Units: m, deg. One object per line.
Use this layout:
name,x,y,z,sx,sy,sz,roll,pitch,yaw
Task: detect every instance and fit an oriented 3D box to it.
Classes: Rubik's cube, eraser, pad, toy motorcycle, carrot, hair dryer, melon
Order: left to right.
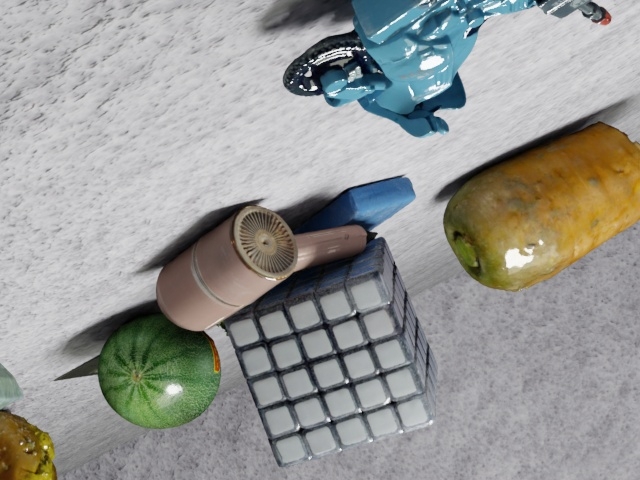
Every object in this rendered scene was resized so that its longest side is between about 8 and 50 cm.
pad,-0.370,0.212,1.979,0.127,0.004,0.190,-29,169,14
melon,-0.245,0.203,1.750,0.182,0.182,0.287,-27,168,-1
hair dryer,-0.043,0.026,1.525,0.344,0.106,0.189,-10,161,-47
eraser,0.000,0.000,1.732,0.144,0.042,0.312,-15,165,-47
Rubik's cube,0.025,0.156,1.625,0.237,0.238,0.237,-21,-172,11
toy motorcycle,0.110,-0.179,0.905,0.272,0.123,0.182,-31,159,27
carrot,0.392,-0.058,1.966,0.341,0.224,0.224,-30,171,-11

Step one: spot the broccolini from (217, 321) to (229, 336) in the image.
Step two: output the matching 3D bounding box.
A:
broccolini,-0.172,0.095,1.793,0.074,0.078,0.392,-16,163,2

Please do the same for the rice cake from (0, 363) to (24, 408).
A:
rice cake,-0.456,0.192,1.487,0.063,0.069,0.206,-26,173,-3

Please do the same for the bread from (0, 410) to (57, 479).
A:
bread,-0.541,0.397,1.937,0.176,0.195,0.246,-16,169,-18
